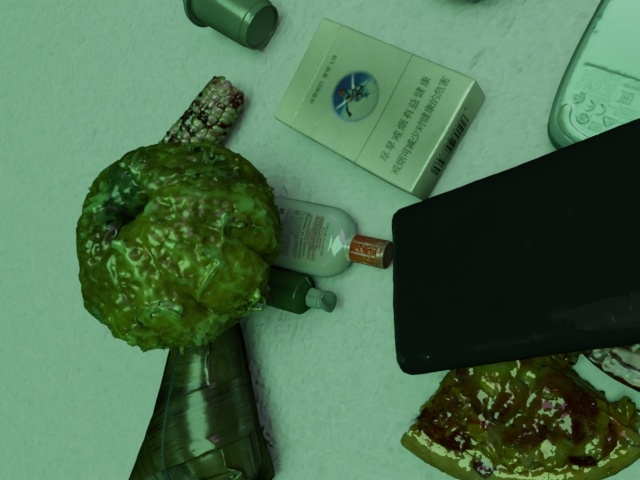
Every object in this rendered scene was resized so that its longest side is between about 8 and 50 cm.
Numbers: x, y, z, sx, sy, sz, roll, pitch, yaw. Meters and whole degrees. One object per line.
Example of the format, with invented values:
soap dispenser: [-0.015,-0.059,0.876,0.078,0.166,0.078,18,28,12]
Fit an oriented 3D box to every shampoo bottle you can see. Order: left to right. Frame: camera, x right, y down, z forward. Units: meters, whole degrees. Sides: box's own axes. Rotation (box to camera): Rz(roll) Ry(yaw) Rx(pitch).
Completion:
shampoo bottle: [-0.069,0.072,0.787,0.204,0.065,0.065,12,92,28]
shampoo bottle: [0.000,0.000,0.763,0.220,0.051,0.108,12,88,28]

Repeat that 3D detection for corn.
corn: [-0.231,-0.156,0.881,0.092,0.092,0.281,44,102,23]

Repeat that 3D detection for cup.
cup: [-0.143,-0.385,0.837,0.141,0.120,0.120,36,103,14]

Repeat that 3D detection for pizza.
pizza: [0.225,0.187,0.614,0.289,0.081,0.229,-8,83,29]

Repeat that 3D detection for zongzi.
zongzi: [-0.237,0.275,0.827,0.299,0.138,0.286,-22,74,27]

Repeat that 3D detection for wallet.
wallet: [0.252,0.008,0.546,0.405,0.062,0.229,-21,59,40]

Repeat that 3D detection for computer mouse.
computer mouse: [0.372,-0.210,0.555,0.159,0.097,0.289,29,115,25]

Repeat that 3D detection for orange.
orange: [-0.206,0.001,0.701,0.299,0.223,0.302,6,69,26]

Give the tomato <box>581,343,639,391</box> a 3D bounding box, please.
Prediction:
tomato: [0.375,0.056,0.535,0.224,0.085,0.225,-10,73,34]

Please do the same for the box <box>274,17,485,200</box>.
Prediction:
box: [0.075,-0.188,0.723,0.256,0.069,0.164,34,101,27]
